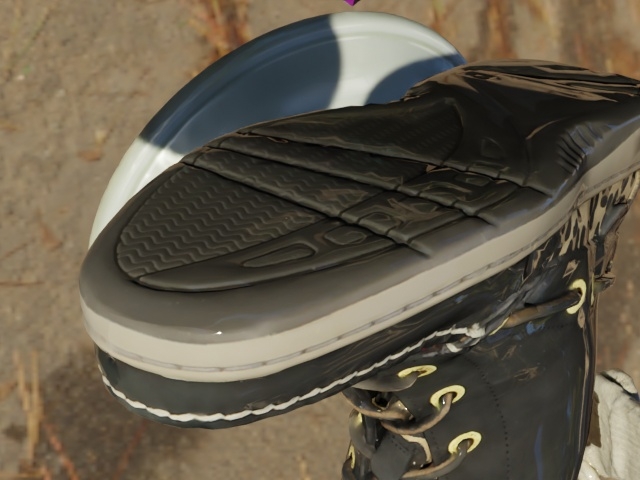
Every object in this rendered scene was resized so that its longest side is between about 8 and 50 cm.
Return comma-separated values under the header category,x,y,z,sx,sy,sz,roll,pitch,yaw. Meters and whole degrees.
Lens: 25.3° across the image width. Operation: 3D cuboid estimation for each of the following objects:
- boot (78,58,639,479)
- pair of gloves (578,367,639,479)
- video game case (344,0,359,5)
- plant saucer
category,x,y,z,sx,sy,sz,roll,pitch,yaw
boot,0.038,0.081,0.652,0.377,0.138,0.284,-30,131,-54
pair of gloves,0.248,0.231,1.223,0.204,0.042,0.240,-117,-155,-74
video game case,0.044,-0.293,0.853,0.232,0.210,0.042,62,18,20
plant saucer,0.000,0.000,1.231,0.400,0.100,0.400,-22,138,-22
